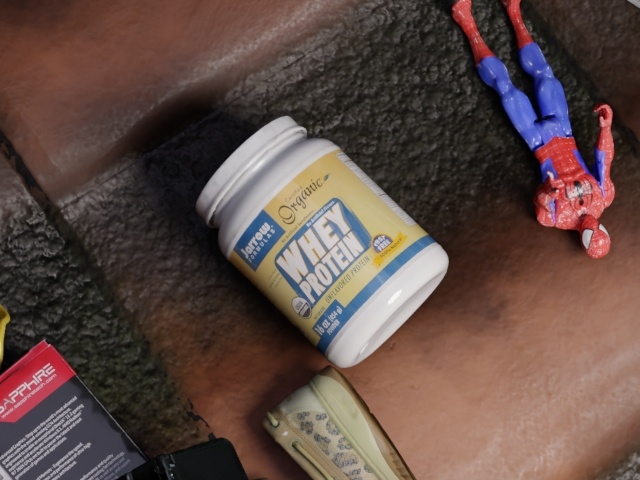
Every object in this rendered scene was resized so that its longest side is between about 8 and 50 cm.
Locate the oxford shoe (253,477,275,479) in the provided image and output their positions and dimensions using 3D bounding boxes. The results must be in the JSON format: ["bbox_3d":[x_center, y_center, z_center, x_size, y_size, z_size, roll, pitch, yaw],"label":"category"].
[{"bbox_3d":[0.008,0.293,1.543,0.076,0.076,0.212,-21,70,-42],"label":"oxford shoe"}]

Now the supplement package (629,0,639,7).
[{"bbox_3d":[0.310,-0.372,1.727,0.262,0.145,0.204,34,73,7],"label":"supplement package"}]

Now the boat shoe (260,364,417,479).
[{"bbox_3d":[0.052,0.243,1.535,0.089,0.104,0.285,-34,61,1],"label":"boat shoe"}]

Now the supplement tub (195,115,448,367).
[{"bbox_3d":[0.000,0.000,1.585,0.199,0.144,0.144,44,74,10],"label":"supplement tub"}]

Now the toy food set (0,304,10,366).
[{"bbox_3d":[-0.372,0.109,1.535,0.218,0.071,0.128,-41,49,-16],"label":"toy food set"}]

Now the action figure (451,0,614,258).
[{"bbox_3d":[0.213,-0.120,1.648,0.091,0.139,0.280,-20,77,-9],"label":"action figure"}]

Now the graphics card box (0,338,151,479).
[{"bbox_3d":[-0.201,0.298,1.502,0.233,0.094,0.371,-40,78,-15],"label":"graphics card box"}]

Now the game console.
[{"bbox_3d":[-0.109,0.240,1.476,0.107,0.071,0.122,-30,74,15],"label":"game console"}]
